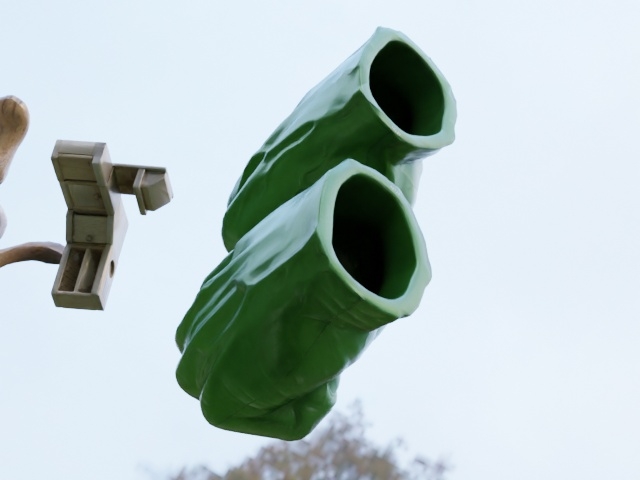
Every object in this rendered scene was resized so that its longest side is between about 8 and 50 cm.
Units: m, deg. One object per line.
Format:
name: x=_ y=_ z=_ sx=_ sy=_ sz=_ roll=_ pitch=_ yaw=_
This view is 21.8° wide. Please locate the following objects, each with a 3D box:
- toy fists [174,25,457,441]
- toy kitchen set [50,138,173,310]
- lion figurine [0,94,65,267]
toy fists: x=0.000 y=0.000 z=0.926 sx=0.096 sy=0.279 sz=0.142 roll=40 pitch=-57 yaw=-18
toy kitchen set: x=-0.135 y=-0.009 z=1.052 sx=0.068 sy=0.075 sz=0.083 roll=4 pitch=-38 yaw=10
lion figurine: x=-0.342 y=-0.079 z=1.167 sx=0.142 sy=0.240 sz=0.392 roll=-25 pitch=-71 yaw=38
